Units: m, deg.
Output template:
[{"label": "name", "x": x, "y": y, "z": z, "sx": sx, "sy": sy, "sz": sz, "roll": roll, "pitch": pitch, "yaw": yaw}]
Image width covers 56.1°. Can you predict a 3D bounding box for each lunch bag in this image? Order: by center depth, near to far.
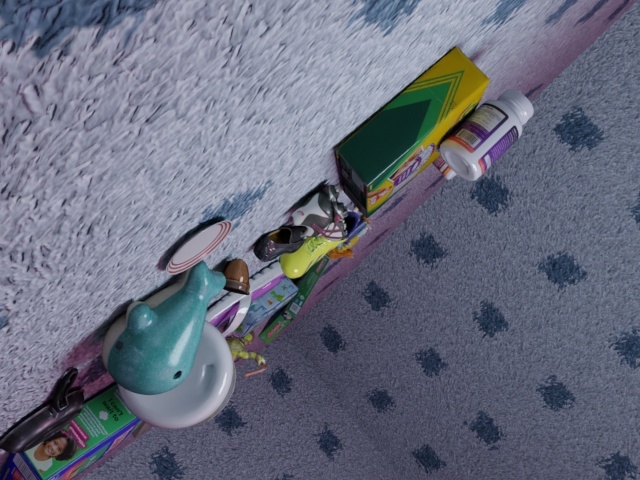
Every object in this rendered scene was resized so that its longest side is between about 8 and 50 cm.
[{"label": "lunch bag", "x": -0.186, "y": 0.209, "z": 1.921, "sx": 0.219, "sy": 0.090, "sz": 0.176, "roll": -33, "pitch": 169, "yaw": -42}]

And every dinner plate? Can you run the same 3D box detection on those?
[{"label": "dinner plate", "x": -0.210, "y": 0.008, "z": 1.030, "sx": 0.141, "sy": 0.017, "sz": 0.141, "roll": -39, "pitch": 172, "yaw": -6}]

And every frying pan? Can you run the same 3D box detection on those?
[{"label": "frying pan", "x": -0.545, "y": 0.352, "z": 1.274, "sx": 0.326, "sy": 0.053, "sz": 0.197, "roll": -39, "pitch": 173, "yaw": 18}]

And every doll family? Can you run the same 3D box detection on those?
[{"label": "doll family", "x": 0.077, "y": -0.010, "z": 1.832, "sx": 0.163, "sy": 0.118, "sz": 0.263, "roll": -40, "pitch": 172, "yaw": -2}]

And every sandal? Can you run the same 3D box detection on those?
[{"label": "sandal", "x": -0.236, "y": 0.208, "z": 1.647, "sx": 0.416, "sy": 0.102, "sz": 0.169, "roll": -39, "pitch": 171, "yaw": -15}]

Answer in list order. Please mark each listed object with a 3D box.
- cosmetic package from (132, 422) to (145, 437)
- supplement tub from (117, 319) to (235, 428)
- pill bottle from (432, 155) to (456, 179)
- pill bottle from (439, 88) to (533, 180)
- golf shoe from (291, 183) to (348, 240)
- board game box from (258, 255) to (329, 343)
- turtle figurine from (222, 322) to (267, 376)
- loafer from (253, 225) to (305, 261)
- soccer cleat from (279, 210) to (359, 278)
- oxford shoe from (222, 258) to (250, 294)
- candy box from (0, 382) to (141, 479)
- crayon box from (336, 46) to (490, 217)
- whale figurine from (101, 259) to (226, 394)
[{"label": "cosmetic package", "x": -0.515, "y": 0.486, "z": 1.858, "sx": 0.160, "sy": 0.113, "sz": 0.309, "roll": -33, "pitch": 170, "yaw": -39}, {"label": "supplement tub", "x": -0.311, "y": 0.301, "z": 1.359, "sx": 0.235, "sy": 0.235, "sz": 0.325, "roll": -38, "pitch": 171, "yaw": -15}, {"label": "pill bottle", "x": 0.310, "y": -0.238, "z": 1.548, "sx": 0.086, "sy": 0.152, "sz": 0.086, "roll": -39, "pitch": 171, "yaw": -7}, {"label": "pill bottle", "x": 0.355, "y": -0.228, "z": 1.274, "sx": 0.193, "sy": 0.108, "sz": 0.108, "roll": -43, "pitch": 172, "yaw": -7}, {"label": "golf shoe", "x": -0.004, "y": -0.052, "z": 1.418, "sx": 0.120, "sy": 0.105, "sz": 0.273, "roll": -24, "pitch": 165, "yaw": -2}, {"label": "board game box", "x": -0.091, "y": 0.202, "z": 2.135, "sx": 0.213, "sy": 0.046, "sz": 0.317, "roll": -48, "pitch": -173, "yaw": 42}, {"label": "turtle figurine", "x": -0.294, "y": 0.336, "z": 1.933, "sx": 0.217, "sy": 0.269, "sz": 0.087, "roll": -81, "pitch": 180, "yaw": -73}, {"label": "loafer", "x": -0.080, "y": -0.004, "z": 1.395, "sx": 0.170, "sy": 0.062, "sz": 0.061, "roll": -32, "pitch": 164, "yaw": -50}, {"label": "soccer cleat", "x": 0.000, "y": -0.001, "z": 1.578, "sx": 0.121, "sy": 0.093, "sz": 0.289, "roll": -21, "pitch": -166, "yaw": 44}, {"label": "oxford shoe", "x": -0.188, "y": 0.082, "z": 1.357, "sx": 0.212, "sy": 0.076, "sz": 0.076, "roll": 147, "pitch": -44, "yaw": -74}, {"label": "candy box", "x": -0.617, "y": 0.514, "z": 1.525, "sx": 0.317, "sy": 0.122, "sz": 0.268, "roll": -32, "pitch": 168, "yaw": -48}, {"label": "crayon box", "x": 0.189, "y": -0.213, "z": 1.314, "sx": 0.313, "sy": 0.106, "sz": 0.363, "roll": -40, "pitch": 172, "yaw": -1}, {"label": "whale figurine", "x": -0.271, "y": 0.169, "z": 1.118, "sx": 0.272, "sy": 0.141, "sz": 0.216, "roll": -49, "pitch": 149, "yaw": -5}]
